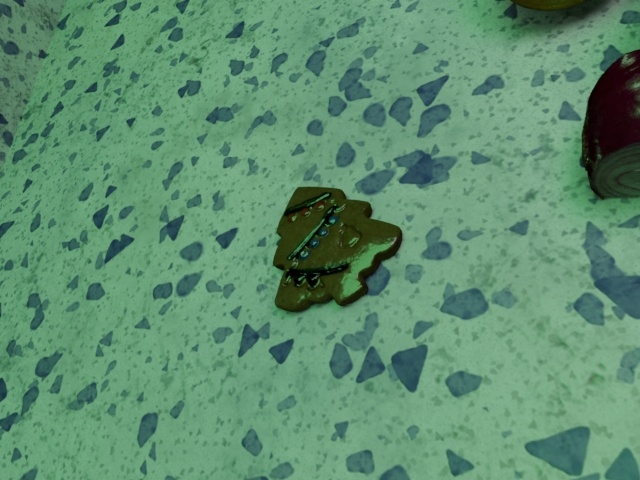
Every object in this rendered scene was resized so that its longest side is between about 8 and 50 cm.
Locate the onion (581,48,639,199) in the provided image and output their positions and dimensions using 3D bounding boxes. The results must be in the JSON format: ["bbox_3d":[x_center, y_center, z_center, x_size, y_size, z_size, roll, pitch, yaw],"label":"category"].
[{"bbox_3d":[0.494,-0.189,0.810,0.216,0.206,0.206,-7,61,26],"label":"onion"}]

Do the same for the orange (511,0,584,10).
[{"bbox_3d":[0.438,-0.559,1.014,0.274,0.274,0.274,-14,58,23],"label":"orange"}]

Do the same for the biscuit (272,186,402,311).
[{"bbox_3d":[-0.001,-0.001,1.091,0.278,0.043,0.301,-36,52,7],"label":"biscuit"}]
